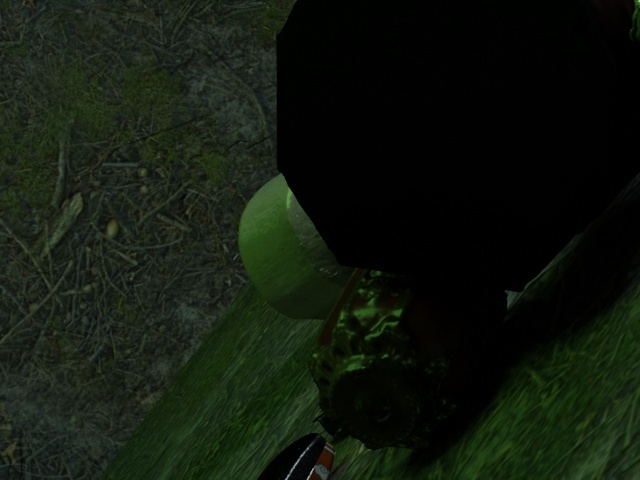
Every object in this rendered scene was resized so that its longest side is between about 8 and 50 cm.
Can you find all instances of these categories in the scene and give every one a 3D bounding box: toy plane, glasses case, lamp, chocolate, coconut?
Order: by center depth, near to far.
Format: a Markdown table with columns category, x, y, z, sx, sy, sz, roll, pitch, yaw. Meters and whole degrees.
| category | x | y | z | sx | sy | sz | roll | pitch | yaw |
| --- | --- | --- | --- | --- | --- | --- | --- | --- | --- |
| chocolate | 0.187 | -0.161 | 1.565 | 0.383 | 0.383 | 0.331 | -44 | -16 | 31 |
| lamp | 0.092 | 0.090 | 1.602 | 0.177 | 0.177 | 0.274 | -43 | 10 | 37 |
| glasses case | -0.058 | 0.312 | 1.725 | 0.103 | 0.067 | 0.266 | -44 | 9 | 40 |
| toy plane | 0.034 | 0.203 | 1.887 | 0.060 | 0.037 | 0.145 | -41 | -2 | -31 |
| coconut | 0.000 | 0.000 | 2.396 | 0.266 | 0.237 | 0.237 | -34 | 15 | 45 |

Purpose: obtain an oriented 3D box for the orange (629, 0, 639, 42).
| category | x | y | z | sx | sy | sz | roll | pitch | yaw |
| --- | --- | --- | --- | --- | --- | --- | --- | --- | --- |
| orange | 0.389 | -0.228 | 1.302 | 0.300 | 0.223 | 0.301 | -46 | 5 | -23 |
